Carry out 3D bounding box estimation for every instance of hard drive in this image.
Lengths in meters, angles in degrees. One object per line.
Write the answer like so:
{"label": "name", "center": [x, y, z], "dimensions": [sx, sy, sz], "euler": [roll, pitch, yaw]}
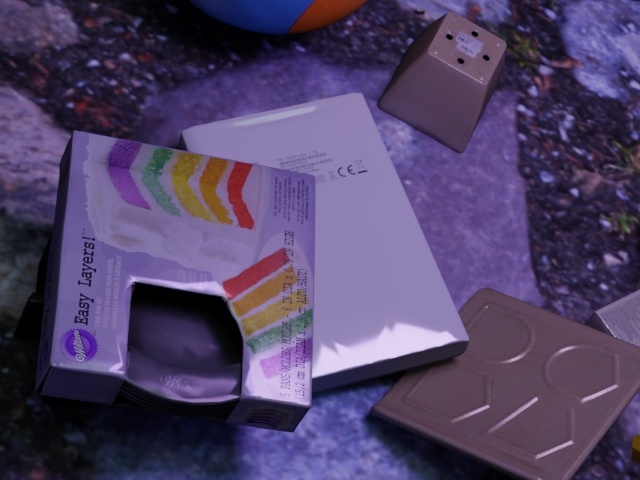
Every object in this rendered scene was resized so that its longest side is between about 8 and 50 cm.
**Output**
{"label": "hard drive", "center": [0.000, 0.000, 1.965], "dimensions": [0.203, 0.040, 0.307], "euler": [-13, 62, -17]}

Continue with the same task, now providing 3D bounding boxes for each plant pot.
{"label": "plant pot", "center": [0.143, -0.182, 2.127], "dimensions": [0.109, 0.096, 0.109], "euler": [29, 53, -1]}

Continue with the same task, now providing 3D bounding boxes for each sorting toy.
{"label": "sorting toy", "center": [0.233, 0.163, 1.904], "dimensions": [0.307, 0.041, 0.229], "euler": [22, 45, 30]}

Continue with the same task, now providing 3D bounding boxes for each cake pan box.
{"label": "cake pan box", "center": [-0.129, 0.042, 1.803], "dimensions": [0.246, 0.070, 0.266], "euler": [10, 58, -13]}

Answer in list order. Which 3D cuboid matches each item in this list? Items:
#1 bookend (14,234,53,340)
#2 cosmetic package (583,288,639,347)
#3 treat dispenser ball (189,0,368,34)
{"label": "bookend", "center": [-0.203, 0.023, 1.872], "dimensions": [0.157, 0.072, 0.156], "euler": [10, 56, -15]}
{"label": "cosmetic package", "center": [0.338, 0.087, 2.061], "dimensions": [0.115, 0.041, 0.060], "euler": [-21, 67, -31]}
{"label": "treat dispenser ball", "center": [-0.044, -0.360, 2.051], "dimensions": [0.288, 0.288, 0.288], "euler": [10, 55, -15]}
